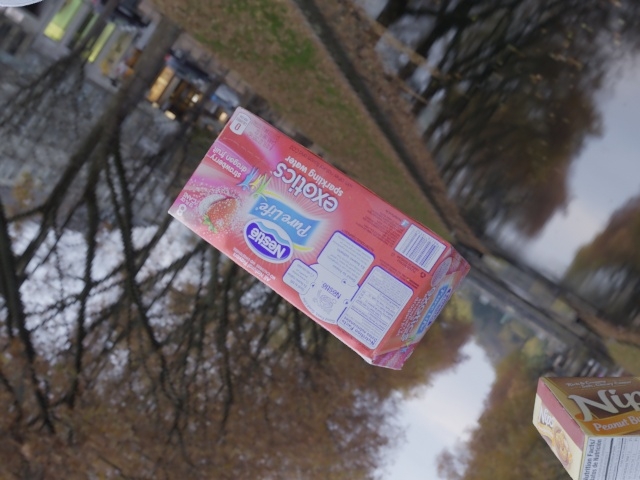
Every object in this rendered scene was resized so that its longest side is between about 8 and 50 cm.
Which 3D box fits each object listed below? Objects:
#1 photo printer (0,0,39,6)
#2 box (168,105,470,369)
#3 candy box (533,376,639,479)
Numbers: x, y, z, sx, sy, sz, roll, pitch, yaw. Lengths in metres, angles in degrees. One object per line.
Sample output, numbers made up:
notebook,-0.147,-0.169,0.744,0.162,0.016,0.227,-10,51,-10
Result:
photo printer,-0.269,-0.381,0.979,0.256,0.307,0.107,58,157,18
box,0.000,0.000,1.081,0.300,0.154,0.142,34,180,21
candy box,0.499,0.276,1.414,0.316,0.088,0.183,0,-163,-8
